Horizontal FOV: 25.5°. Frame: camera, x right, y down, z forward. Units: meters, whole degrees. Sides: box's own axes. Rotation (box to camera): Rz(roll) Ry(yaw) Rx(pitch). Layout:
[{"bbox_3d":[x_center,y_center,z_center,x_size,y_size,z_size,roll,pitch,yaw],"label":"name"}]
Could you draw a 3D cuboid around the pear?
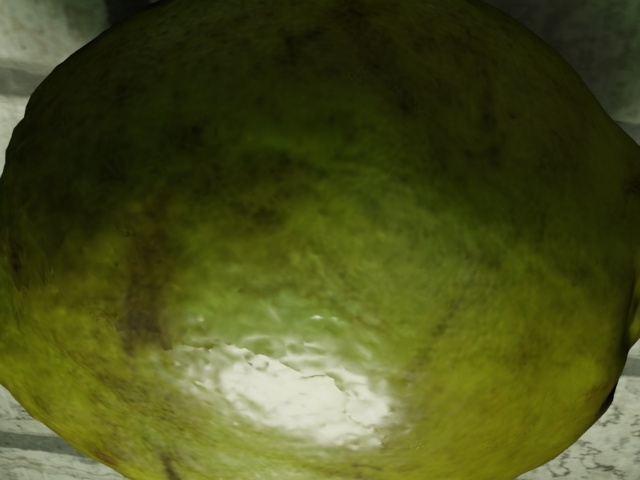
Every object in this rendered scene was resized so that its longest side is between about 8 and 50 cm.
[{"bbox_3d":[0.000,0.000,0.845,0.413,0.352,0.352,7,148,-9],"label":"pear"}]
